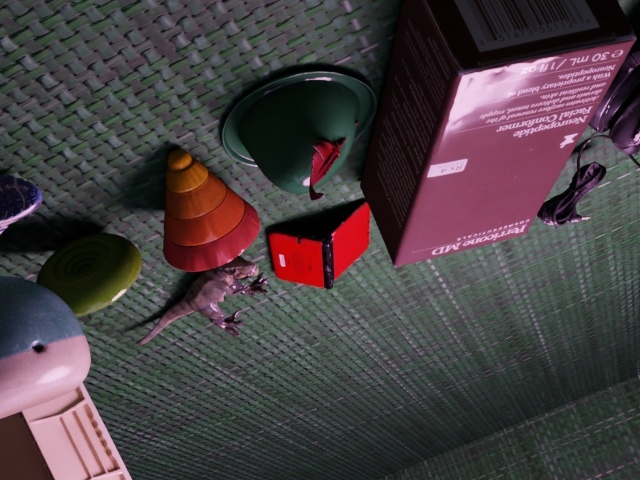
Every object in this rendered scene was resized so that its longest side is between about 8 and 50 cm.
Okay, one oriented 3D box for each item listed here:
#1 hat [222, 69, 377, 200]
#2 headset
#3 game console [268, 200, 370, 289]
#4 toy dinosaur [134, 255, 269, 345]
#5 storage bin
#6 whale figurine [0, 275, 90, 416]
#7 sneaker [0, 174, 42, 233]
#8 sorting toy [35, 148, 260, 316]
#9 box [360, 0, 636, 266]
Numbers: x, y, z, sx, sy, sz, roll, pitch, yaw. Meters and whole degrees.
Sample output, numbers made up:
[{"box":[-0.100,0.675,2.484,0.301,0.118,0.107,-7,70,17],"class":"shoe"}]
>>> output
[{"box":[-0.006,-0.061,0.997,0.208,0.183,0.173,9,142,-44],"class":"hat"},{"box":[0.409,-0.107,1.136,0.185,0.243,0.394,-40,-177,-15],"class":"headset"},{"box":[0.000,0.000,1.306,0.124,0.085,0.144,11,153,8],"class":"game console"},{"box":[-0.146,0.084,1.319,0.118,0.064,0.268,13,142,-37],"class":"toy dinosaur"},{"box":[-0.440,0.358,1.417,0.262,0.260,0.123,-37,166,32],"class":"storage bin"},{"box":[-0.365,0.123,0.986,0.216,0.141,0.272,-17,176,-45],"class":"whale figurine"},{"box":[-0.350,-0.029,0.986,0.135,0.052,0.058,-16,164,9],"class":"sneaker"},{"box":[-0.257,-0.008,1.051,0.366,0.127,0.126,-20,128,-2],"class":"sorting toy"},{"box":[0.173,-0.131,1.042,0.191,0.143,0.381,-14,154,-12],"class":"box"}]
